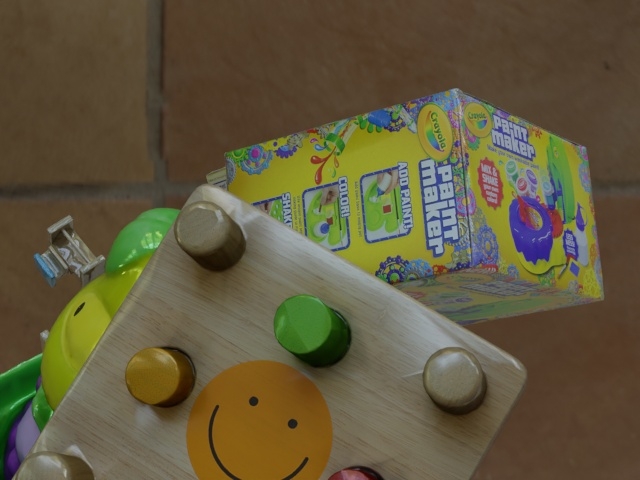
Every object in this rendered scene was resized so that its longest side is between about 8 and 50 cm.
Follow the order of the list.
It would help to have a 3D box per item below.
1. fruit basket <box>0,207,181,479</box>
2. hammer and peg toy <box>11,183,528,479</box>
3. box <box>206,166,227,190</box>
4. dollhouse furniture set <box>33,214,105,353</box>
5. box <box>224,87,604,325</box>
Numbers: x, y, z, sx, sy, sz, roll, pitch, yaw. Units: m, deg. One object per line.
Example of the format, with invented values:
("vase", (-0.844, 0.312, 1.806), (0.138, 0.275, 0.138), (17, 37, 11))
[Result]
("fruit basket", (-0.156, 0.166, 1.129), (0.283, 0.392, 0.392), (-28, 117, -14))
("hammer and peg toy", (0.005, 0.157, 0.873), (0.361, 0.127, 0.266), (31, 84, 14))
("box", (0.000, 0.000, 1.763), (0.213, 0.117, 0.243), (-18, 93, -21))
("dollhouse furniture set", (-0.336, 0.094, 1.886), (0.129, 0.129, 0.184), (-34, 73, -22))
("box", (0.101, -0.015, 1.459), (0.279, 0.177, 0.290), (-13, 164, 34))
